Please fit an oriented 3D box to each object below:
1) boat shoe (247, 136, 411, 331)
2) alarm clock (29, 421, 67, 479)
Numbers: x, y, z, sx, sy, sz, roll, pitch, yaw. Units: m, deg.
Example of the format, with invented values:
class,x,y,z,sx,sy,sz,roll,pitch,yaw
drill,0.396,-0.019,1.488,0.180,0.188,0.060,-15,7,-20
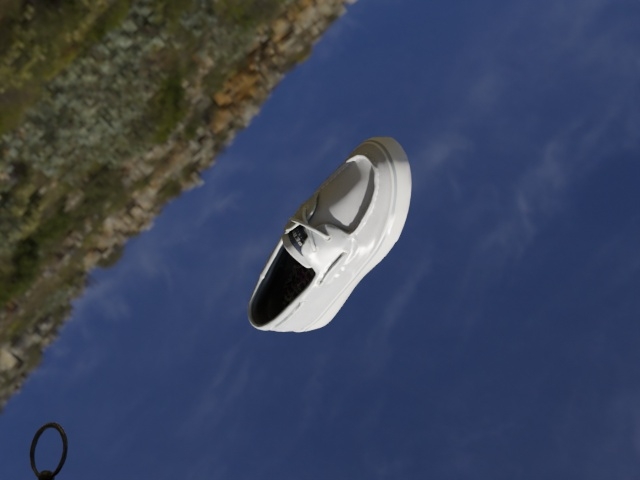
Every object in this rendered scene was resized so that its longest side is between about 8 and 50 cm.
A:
class,x,y,z,sx,sy,sz,roll,pitch,yaw
boat shoe,0.000,0.000,0.846,0.066,0.063,0.184,59,-45,23
alarm clock,-0.181,0.214,0.772,0.129,0.064,0.192,-20,-118,40
